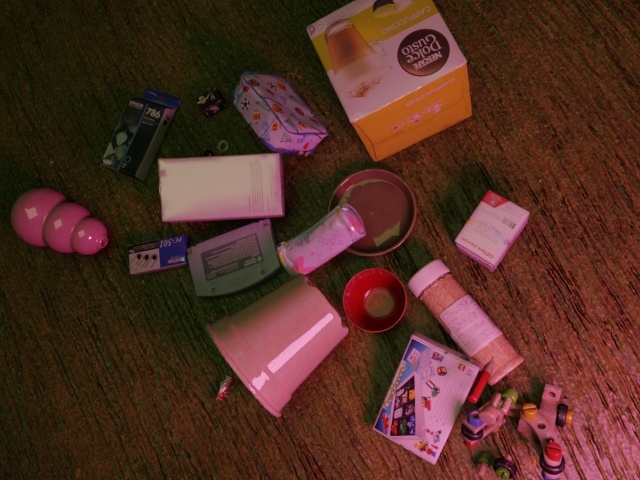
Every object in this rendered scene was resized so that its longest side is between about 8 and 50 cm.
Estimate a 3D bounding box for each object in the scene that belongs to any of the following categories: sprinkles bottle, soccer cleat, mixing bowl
[{"bbox_3d":[0.393,0.219,1.606,0.121,0.121,0.355,-40,70,4],"label":"sprinkles bottle"},{"bbox_3d":[-0.298,0.453,1.801,0.036,0.029,0.083,30,84,29],"label":"soccer cleat"},{"bbox_3d":[0.164,0.176,1.693,0.182,0.098,0.181,-3,77,16],"label":"mixing bowl"}]

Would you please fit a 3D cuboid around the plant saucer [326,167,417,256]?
[{"bbox_3d":[0.156,-0.084,1.786,0.278,0.041,0.277,-3,76,14],"label":"plant saucer"}]

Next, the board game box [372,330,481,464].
[{"bbox_3d":[0.281,0.422,1.575,0.193,0.053,0.305,26,106,20],"label":"board game box"}]

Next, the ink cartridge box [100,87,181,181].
[{"bbox_3d":[-0.633,-0.388,2.069,0.166,0.065,0.332,20,83,20],"label":"ink cartridge box"}]

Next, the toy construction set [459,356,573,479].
[{"bbox_3d":[0.492,0.419,1.471,0.258,0.308,0.237,-8,29,44],"label":"toy construction set"}]

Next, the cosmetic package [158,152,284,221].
[{"bbox_3d":[-0.298,-0.159,1.808,0.366,0.155,0.196,-2,90,0],"label":"cosmetic package"}]

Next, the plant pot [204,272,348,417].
[{"bbox_3d":[-0.101,0.269,1.657,0.305,0.334,0.334,-38,70,-8],"label":"plant pot"}]

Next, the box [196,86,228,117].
[{"bbox_3d":[-0.374,-0.474,2.019,0.083,0.052,0.062,-28,71,7],"label":"box"}]

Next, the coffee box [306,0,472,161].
[{"bbox_3d":[0.211,-0.484,1.703,0.338,0.338,0.334,-26,72,9],"label":"coffee box"}]

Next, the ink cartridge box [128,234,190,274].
[{"bbox_3d":[-0.535,0.050,1.948,0.207,0.046,0.097,-11,76,13],"label":"ink cartridge box"}]

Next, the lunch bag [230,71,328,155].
[{"bbox_3d":[-0.124,-0.395,1.844,0.115,0.243,0.303,-47,69,33],"label":"lunch bag"}]

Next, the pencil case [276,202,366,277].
[{"bbox_3d":[0.000,0.000,1.738,0.273,0.113,0.124,-32,99,23],"label":"pencil case"}]

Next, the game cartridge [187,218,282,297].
[{"bbox_3d":[-0.272,0.069,1.867,0.297,0.062,0.198,-19,77,11],"label":"game cartridge"}]

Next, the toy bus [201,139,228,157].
[{"bbox_3d":[-0.385,-0.232,1.939,0.191,0.104,0.202,-24,73,9],"label":"toy bus"}]

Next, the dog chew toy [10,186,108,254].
[{"bbox_3d":[-0.876,-0.052,1.995,0.332,0.206,0.206,21,84,12],"label":"dog chew toy"}]

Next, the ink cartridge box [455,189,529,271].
[{"bbox_3d":[0.476,-0.024,1.634,0.128,0.127,0.176,35,88,19],"label":"ink cartridge box"}]
